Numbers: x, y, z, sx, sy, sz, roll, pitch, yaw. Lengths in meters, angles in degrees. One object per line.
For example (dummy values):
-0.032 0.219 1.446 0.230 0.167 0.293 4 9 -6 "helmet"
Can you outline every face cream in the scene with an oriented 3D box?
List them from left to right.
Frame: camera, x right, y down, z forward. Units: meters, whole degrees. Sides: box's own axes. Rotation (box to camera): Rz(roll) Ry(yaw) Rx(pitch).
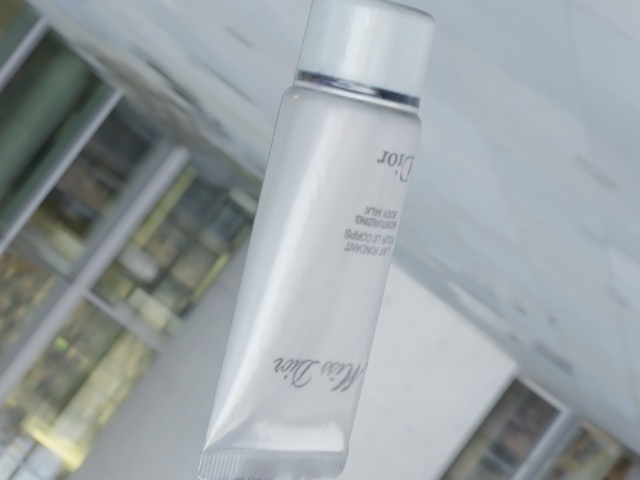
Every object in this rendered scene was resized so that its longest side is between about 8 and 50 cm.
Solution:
0.000 0.000 1.106 0.089 0.314 0.143 18 -174 38 "face cream"
